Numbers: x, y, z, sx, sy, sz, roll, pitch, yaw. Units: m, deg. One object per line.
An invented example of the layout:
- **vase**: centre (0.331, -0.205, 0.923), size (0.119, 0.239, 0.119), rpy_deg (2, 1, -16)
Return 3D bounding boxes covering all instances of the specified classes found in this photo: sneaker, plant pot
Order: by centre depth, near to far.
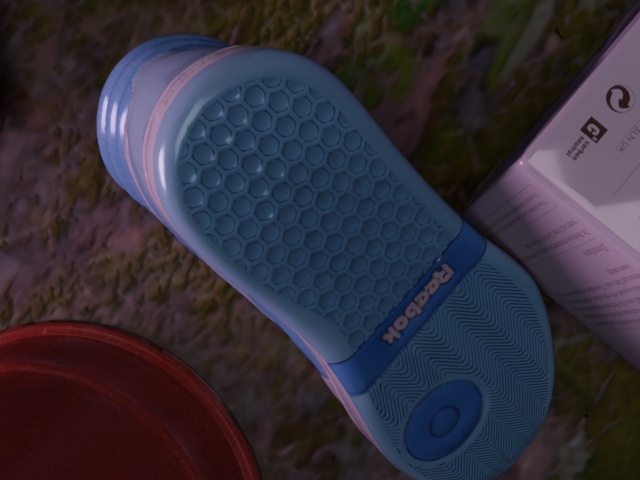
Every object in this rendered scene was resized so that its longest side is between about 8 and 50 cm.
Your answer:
- **plant pot**: centre (-0.186, 0.199, 0.539), size (0.272, 0.265, 0.273), rpy_deg (1, 95, 8)
- **sneaker**: centre (0.000, 0.000, 0.575), size (0.127, 0.208, 0.319), rpy_deg (-43, 124, -7)

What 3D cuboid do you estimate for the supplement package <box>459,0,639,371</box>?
- **supplement package**: centre (0.243, 0.007, 0.485), size (0.293, 0.177, 0.175), rpy_deg (40, 84, 3)
